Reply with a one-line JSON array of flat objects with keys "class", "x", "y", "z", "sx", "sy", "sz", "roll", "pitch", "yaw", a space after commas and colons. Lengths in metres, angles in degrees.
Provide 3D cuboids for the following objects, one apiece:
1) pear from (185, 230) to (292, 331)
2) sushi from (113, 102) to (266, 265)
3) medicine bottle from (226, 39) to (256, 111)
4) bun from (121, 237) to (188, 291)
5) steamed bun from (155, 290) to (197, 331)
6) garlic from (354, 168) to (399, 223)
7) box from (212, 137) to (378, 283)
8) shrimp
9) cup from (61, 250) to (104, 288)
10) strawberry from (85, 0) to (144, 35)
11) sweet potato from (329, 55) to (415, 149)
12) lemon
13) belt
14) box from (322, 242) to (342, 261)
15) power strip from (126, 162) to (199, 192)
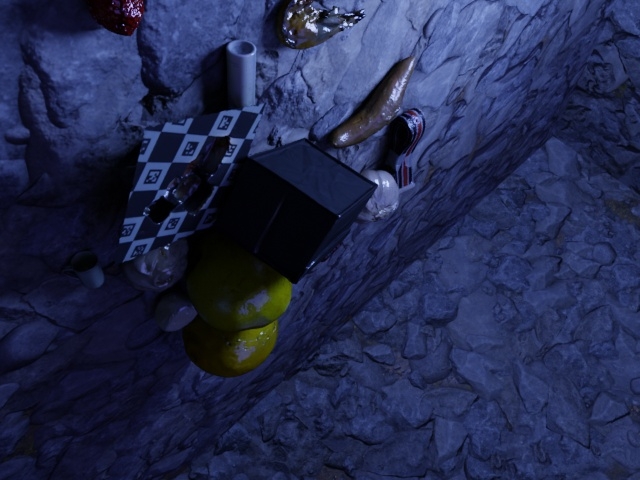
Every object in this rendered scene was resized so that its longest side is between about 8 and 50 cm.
[{"class": "pear", "x": -0.225, "y": 0.104, "z": 1.384, "sx": 0.294, "sy": 0.294, "sz": 0.294, "roll": -37, "pitch": 156, "yaw": -20}, {"class": "sushi", "x": -0.286, "y": -0.135, "z": 1.047, "sx": 0.320, "sy": 0.069, "sz": 0.339, "roll": -32, "pitch": 156, "yaw": -49}, {"class": "medicine bottle", "x": -0.166, "y": -0.302, "z": 1.072, "sx": 0.059, "sy": 0.059, "sz": 0.230, "roll": -32, "pitch": 153, "yaw": -28}, {"class": "bun", "x": -0.388, "y": 0.059, "z": 1.252, "sx": 0.183, "sy": 0.102, "sz": 0.183, "roll": -40, "pitch": 158, "yaw": -20}, {"class": "steamed bun", "x": -0.409, "y": 0.194, "z": 1.454, "sx": 0.113, "sy": 0.091, "sz": 0.130, "roll": 2, "pitch": 132, "yaw": -54}, {"class": "garlic", "x": 0.171, "y": -0.142, "z": 1.762, "sx": 0.228, "sy": 0.152, "sz": 0.227, "roll": -15, "pitch": 154, "yaw": -7}, {"class": "box", "x": -0.049, "y": -0.090, "z": 1.280, "sx": 0.204, "sy": 0.251, "sz": 0.345, "roll": -59, "pitch": 172, "yaw": 27}, {"class": "shrimp", "x": 0.021, "y": -0.477, "z": 1.086, "sx": 0.262, "sy": 0.066, "sz": 0.117, "roll": -34, "pitch": 155, "yaw": -29}, {"class": "cup", "x": -0.516, "y": 0.072, "z": 1.119, "sx": 0.075, "sy": 0.054, "sz": 0.083, "roll": -34, "pitch": 157, "yaw": -27}, {"class": "strawberry", "x": -0.301, "y": -0.346, "z": 0.757, "sx": 0.083, "sy": 0.083, "sz": 0.096, "roll": -40, "pitch": 163, "yaw": -13}, {"class": "sweet potato", "x": 0.165, "y": -0.374, "z": 1.466, "sx": 0.341, "sy": 0.092, "sz": 0.114, "roll": -46, "pitch": 140, "yaw": 0}, {"class": "lemon", "x": -0.275, "y": 0.278, "z": 1.585, "sx": 0.297, "sy": 0.297, "sz": 0.297, "roll": -37, "pitch": 156, "yaw": -20}, {"class": "belt", "x": 0.279, "y": -0.295, "z": 1.768, "sx": 0.094, "sy": 0.126, "sz": 0.359, "roll": -26, "pitch": 146, "yaw": -23}, {"class": "box", "x": 0.000, "y": 0.000, "z": 1.848, "sx": 0.120, "sy": 0.069, "sz": 0.224, "roll": -45, "pitch": 159, "yaw": -1}, {"class": "power strip", "x": -0.316, "y": -0.157, "z": 1.084, "sx": 0.137, "sy": 0.044, "sz": 0.216, "roll": -52, "pitch": 157, "yaw": 17}]
